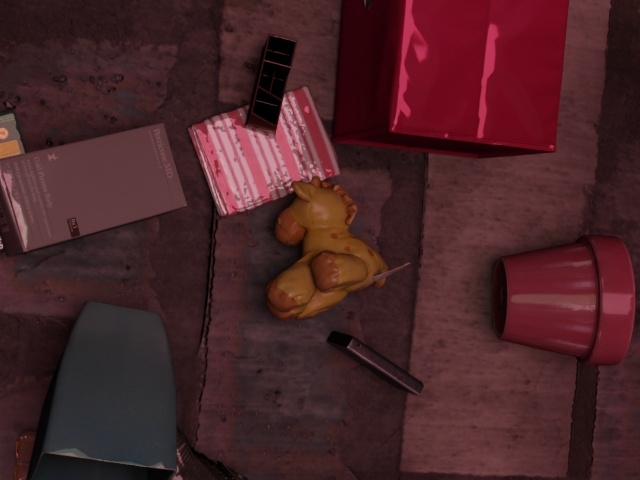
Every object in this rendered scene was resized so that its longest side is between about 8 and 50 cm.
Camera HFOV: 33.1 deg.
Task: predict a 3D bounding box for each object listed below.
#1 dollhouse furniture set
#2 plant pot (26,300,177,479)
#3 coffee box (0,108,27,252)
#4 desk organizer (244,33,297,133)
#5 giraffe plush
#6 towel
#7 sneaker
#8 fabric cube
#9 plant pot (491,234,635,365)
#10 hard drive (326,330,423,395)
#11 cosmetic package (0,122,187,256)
[{"bbox_3d":[-0.345,0.304,1.498,0.152,0.058,0.076,6,97,1],"label":"dollhouse furniture set"},{"bbox_3d":[-0.279,0.211,1.418,0.166,0.165,0.234,12,55,-17],"label":"plant pot"},{"bbox_3d":[-0.443,-0.074,1.449,0.113,0.040,0.184,-18,96,-18],"label":"coffee box"},{"bbox_3d":[-0.070,-0.225,1.542,0.047,0.050,0.130,14,73,-8],"label":"desk organizer"},{"bbox_3d":[0.000,0.000,1.543,0.210,0.181,0.170,-22,76,-6],"label":"giraffe plush"},{"bbox_3d":[-0.080,-0.131,1.573,0.197,0.029,0.144,-21,95,-17],"label":"towel"},{"bbox_3d":[-0.161,0.344,1.533,0.106,0.078,0.234,-27,102,-19],"label":"sneaker"},{"bbox_3d":[0.178,-0.260,1.535,0.259,0.254,0.258,5,91,-18],"label":"fabric cube"},{"bbox_3d":[0.362,0.090,1.643,0.180,0.201,0.201,1,91,-2],"label":"plant pot"},{"bbox_3d":[0.081,0.181,1.594,0.135,0.094,0.022,34,80,-15],"label":"hard drive"},{"bbox_3d":[-0.312,-0.069,1.433,0.238,0.107,0.127,-20,94,-28],"label":"cosmetic package"}]
